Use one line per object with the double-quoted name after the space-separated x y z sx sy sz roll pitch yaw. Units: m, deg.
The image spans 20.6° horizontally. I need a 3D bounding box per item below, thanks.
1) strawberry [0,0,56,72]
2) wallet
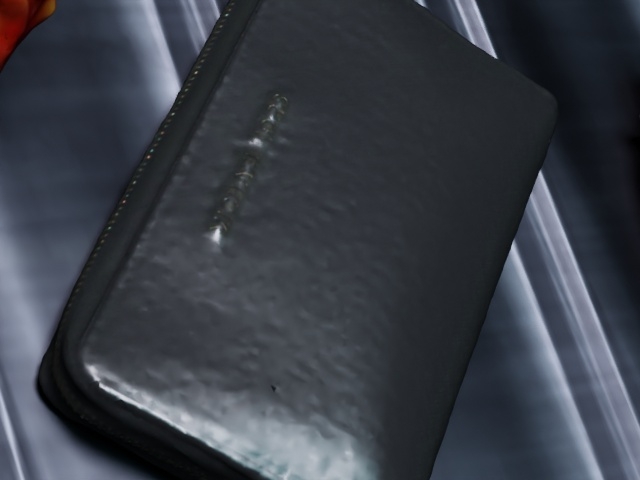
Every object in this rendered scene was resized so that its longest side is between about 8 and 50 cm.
-0.197 -0.208 0.539 0.291 0.310 0.292 5 38 -4 "strawberry"
0.000 0.000 0.654 0.149 0.044 0.250 32 53 -8 "wallet"
